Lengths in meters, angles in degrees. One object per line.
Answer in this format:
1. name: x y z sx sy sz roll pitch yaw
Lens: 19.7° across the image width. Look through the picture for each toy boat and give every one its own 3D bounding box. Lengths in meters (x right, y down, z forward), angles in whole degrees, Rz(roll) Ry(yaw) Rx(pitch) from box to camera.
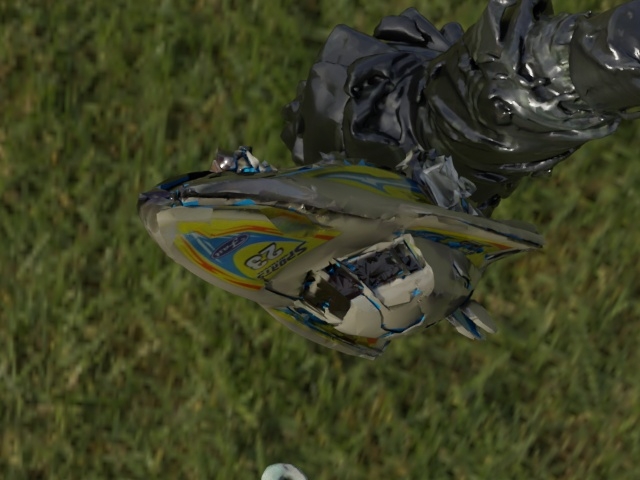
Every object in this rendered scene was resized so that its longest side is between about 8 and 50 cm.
1. toy boat: 0.000 0.000 0.623 0.210 0.084 0.066 12 49 -60

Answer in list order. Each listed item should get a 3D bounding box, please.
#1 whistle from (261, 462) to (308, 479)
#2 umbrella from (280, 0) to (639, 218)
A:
1. whistle: -0.015 0.230 0.847 0.126 0.067 0.258 8 67 -27
2. umbrella: 0.084 -0.091 1.070 0.154 0.336 0.128 34 67 -7
